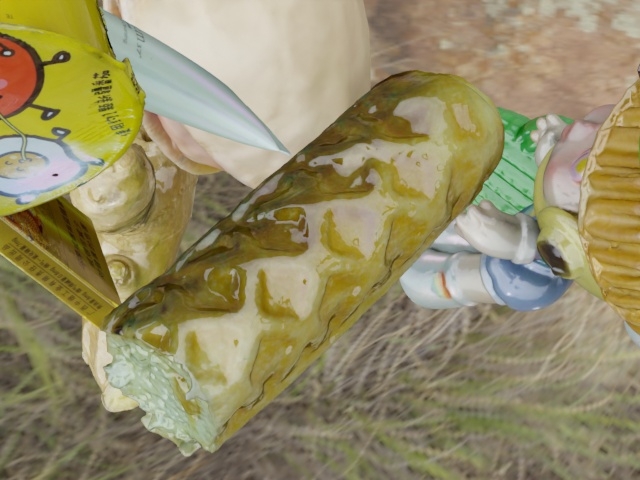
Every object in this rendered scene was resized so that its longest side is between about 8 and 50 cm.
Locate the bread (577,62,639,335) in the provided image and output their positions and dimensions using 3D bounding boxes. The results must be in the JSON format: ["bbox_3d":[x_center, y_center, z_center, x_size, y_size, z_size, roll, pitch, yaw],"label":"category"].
[{"bbox_3d":[0.239,-0.010,0.880,0.199,0.104,0.199,-3,98,-22],"label":"bread"}]

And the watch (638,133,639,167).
[{"bbox_3d":[0.221,-0.030,0.750,0.152,0.165,0.131,45,142,-7],"label":"watch"}]

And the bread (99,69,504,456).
[{"bbox_3d":[0.000,0.000,0.906,0.087,0.098,0.269,40,63,16],"label":"bread"}]

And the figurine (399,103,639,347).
[{"bbox_3d":[0.234,-0.014,1.308,0.224,0.382,0.205,-38,104,-24],"label":"figurine"}]

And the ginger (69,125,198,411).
[{"bbox_3d":[-0.175,-0.046,1.699,0.122,0.363,0.348,14,130,-2],"label":"ginger"}]

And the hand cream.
[{"bbox_3d":[-0.108,-0.106,1.093,0.050,0.205,0.078,-57,41,12],"label":"hand cream"}]

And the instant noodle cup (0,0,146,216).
[{"bbox_3d":[-0.179,-0.107,0.755,0.182,0.182,0.144,-20,66,19],"label":"instant noodle cup"}]

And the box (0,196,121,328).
[{"bbox_3d":[-0.175,-0.017,0.969,0.022,0.156,0.089,-37,49,9],"label":"box"}]

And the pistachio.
[{"bbox_3d":[-0.078,-0.186,1.416,0.230,0.230,0.309,-2,124,18],"label":"pistachio"}]

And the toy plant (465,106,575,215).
[{"bbox_3d":[0.216,-0.045,1.519,0.240,0.088,0.154,21,132,38],"label":"toy plant"}]
